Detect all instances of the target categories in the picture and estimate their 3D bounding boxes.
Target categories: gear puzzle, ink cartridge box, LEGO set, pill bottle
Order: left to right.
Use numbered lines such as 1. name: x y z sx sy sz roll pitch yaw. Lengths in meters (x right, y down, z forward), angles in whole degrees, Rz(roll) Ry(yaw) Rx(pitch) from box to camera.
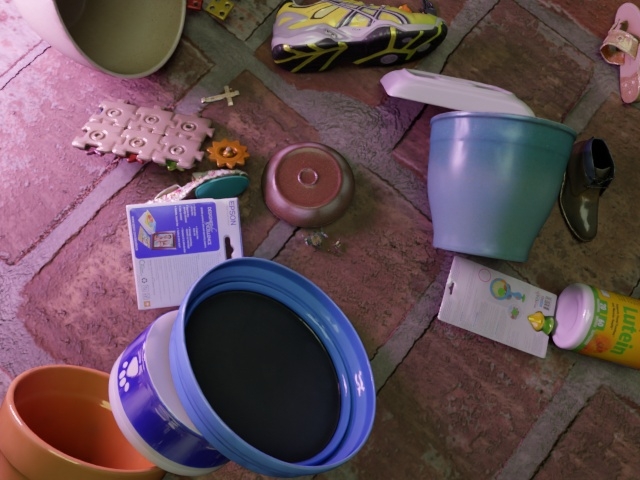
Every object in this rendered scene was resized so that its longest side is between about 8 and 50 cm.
1. gear puzzle: -0.310 -0.203 1.123 0.340 0.044 0.175 11 48 0
2. ink cartridge box: -0.255 0.024 1.058 0.209 0.045 0.206 -5 101 -11
3. LEGO set: 0.000 0.003 1.134 0.083 0.023 0.054 34 80 -10
4. pill bottle: 0.602 0.179 1.076 0.246 0.136 0.136 16 77 -1

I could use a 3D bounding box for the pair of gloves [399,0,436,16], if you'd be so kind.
1. pair of gloves: 0.229 -0.524 1.265 0.084 0.010 0.074 -18 80 -8

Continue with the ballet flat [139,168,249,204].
1. ballet flat: -0.264 -0.095 1.106 0.241 0.091 0.077 -29 59 -13

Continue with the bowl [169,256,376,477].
1. bowl: -0.076 0.208 0.936 0.391 0.391 0.077 50 123 7

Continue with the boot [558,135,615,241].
1. boot: 0.564 -0.111 1.151 0.082 0.106 0.219 -3 78 -4

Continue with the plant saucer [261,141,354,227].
1. plant saucer: -0.026 -0.126 1.139 0.199 0.036 0.198 1 71 -2

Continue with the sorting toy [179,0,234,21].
1. sorting toy: -0.232 -0.611 1.233 0.133 0.046 0.274 7 77 -3

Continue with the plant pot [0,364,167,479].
1. plant pot: -0.411 0.371 0.910 0.291 0.291 0.203 29 95 2

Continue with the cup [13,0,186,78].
1. cup: -0.468 -0.502 1.082 0.237 0.331 0.330 14 76 26

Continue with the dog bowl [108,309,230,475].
1. dog bowl: -0.213 0.252 0.933 0.104 0.265 0.265 -44 83 22

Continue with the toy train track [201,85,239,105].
1. toy train track: -0.218 -0.314 1.187 0.084 0.014 0.048 -14 79 -6

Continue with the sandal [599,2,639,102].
1. sandal: 0.678 -0.430 1.238 0.079 0.088 0.239 -2 83 -11

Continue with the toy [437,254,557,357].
1. toy: 0.355 0.137 1.110 0.238 0.056 0.136 20 74 -5

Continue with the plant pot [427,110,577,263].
1. plant pot: 0.329 -0.093 1.063 0.272 0.271 0.254 10 92 -2

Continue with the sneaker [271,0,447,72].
1. sneaker: 0.085 -0.465 1.176 0.386 0.145 0.147 -4 79 -6

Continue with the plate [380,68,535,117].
1. plate: 0.266 -0.301 1.098 0.278 0.277 0.045 10 112 -1
